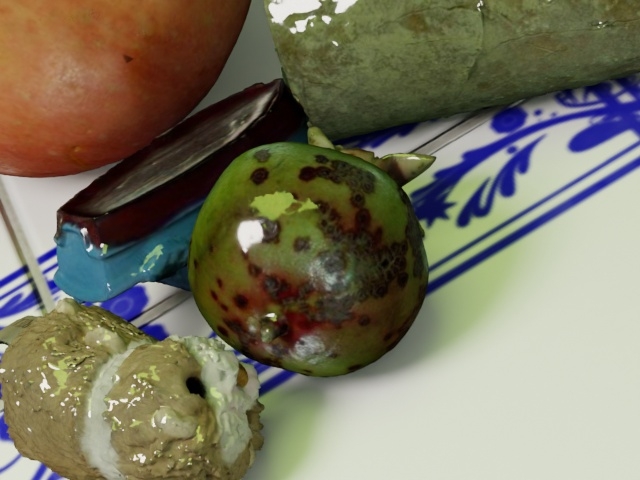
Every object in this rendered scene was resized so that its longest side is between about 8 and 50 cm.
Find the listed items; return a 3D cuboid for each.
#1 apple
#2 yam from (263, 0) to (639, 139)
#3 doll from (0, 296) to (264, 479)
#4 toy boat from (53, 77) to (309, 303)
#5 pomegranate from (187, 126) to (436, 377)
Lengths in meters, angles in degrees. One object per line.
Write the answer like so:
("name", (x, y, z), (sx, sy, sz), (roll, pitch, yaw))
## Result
("apple", (-0.220, -0.238, 1.146), (0.364, 0.364, 0.364), (-15, 43, 15))
("yam", (0.109, -0.167, 1.045), (0.304, 0.168, 0.168), (-12, 44, 20))
("doll", (-0.130, 0.088, 0.962), (0.221, 0.105, 0.115), (23, 85, 35))
("toy boat", (-0.074, -0.022, 1.058), (0.100, 0.097, 0.223), (13, 39, 43))
("pomegranate", (0.000, 0.007, 0.967), (0.148, 0.148, 0.169), (-2, 10, 27))
